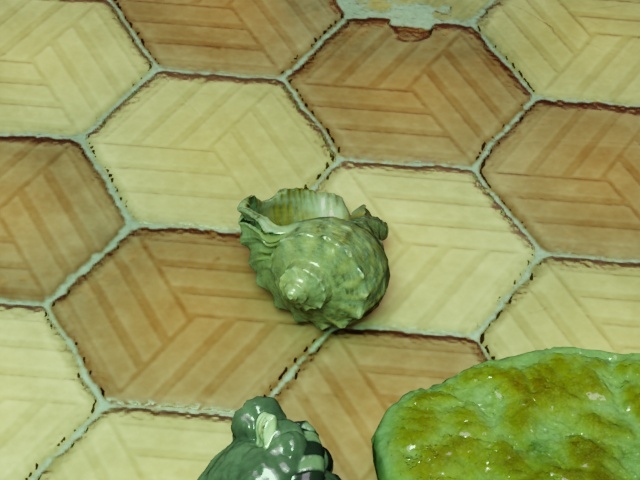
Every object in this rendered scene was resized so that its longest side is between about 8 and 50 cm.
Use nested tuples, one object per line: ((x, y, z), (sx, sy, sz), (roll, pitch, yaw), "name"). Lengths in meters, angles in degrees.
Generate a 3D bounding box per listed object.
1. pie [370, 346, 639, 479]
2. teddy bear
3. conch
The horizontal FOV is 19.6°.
((0.227, 0.191, 1.553), (0.371, 0.078, 0.296), (14, 38, 26), "pie")
((0.020, 0.253, 1.468), (0.144, 0.171, 0.251), (-34, 47, -17), "teddy bear")
((0.000, 0.000, 1.716), (0.155, 0.130, 0.207), (46, 35, -5), "conch")
